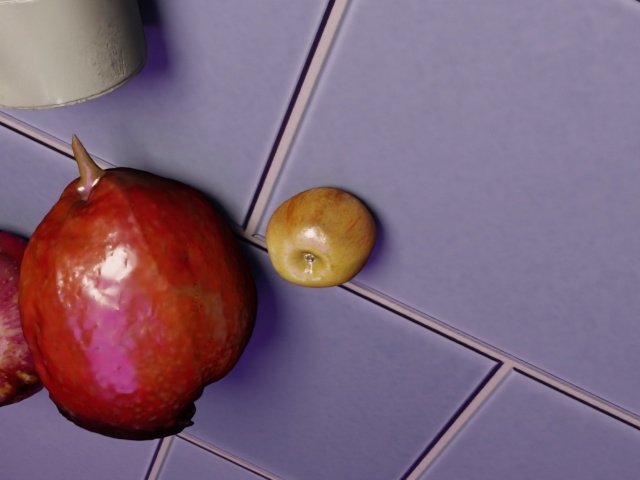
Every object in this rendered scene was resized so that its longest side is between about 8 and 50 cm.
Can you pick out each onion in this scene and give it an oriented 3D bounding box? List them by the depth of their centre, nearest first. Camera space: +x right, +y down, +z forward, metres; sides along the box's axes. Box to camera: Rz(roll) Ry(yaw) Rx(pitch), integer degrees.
[{"bbox_3d":[-0.317,0.072,0.816,0.177,0.153,0.177,8,114,18],"label":"onion"}]

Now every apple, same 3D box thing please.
[{"bbox_3d":[0.000,0.000,0.671,0.084,0.071,0.084,11,133,13],"label":"apple"}]

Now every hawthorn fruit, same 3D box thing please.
[{"bbox_3d":[-0.157,0.030,0.698,0.190,0.189,0.251,-6,113,26],"label":"hawthorn fruit"}]

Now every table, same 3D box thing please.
[{"bbox_3d":[-0.189,-0.205,0.533,0.127,0.126,0.219,9,132,15],"label":"table"}]
